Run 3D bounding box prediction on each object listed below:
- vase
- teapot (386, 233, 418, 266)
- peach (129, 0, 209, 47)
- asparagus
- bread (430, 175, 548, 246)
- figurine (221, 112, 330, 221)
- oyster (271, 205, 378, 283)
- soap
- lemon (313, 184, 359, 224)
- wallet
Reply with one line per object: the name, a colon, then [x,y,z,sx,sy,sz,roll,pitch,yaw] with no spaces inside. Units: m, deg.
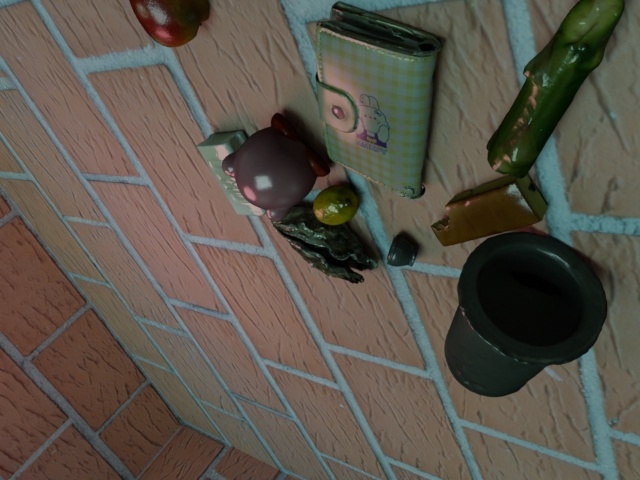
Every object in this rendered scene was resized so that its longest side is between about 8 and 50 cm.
vase: [0.334,0.162,1.116,0.245,0.245,0.291,31,151,16]
teapot: [0.170,0.028,1.290,0.056,0.066,0.088,20,168,2]
peach: [-0.286,-0.445,1.165,0.151,0.151,0.118,28,-170,20]
asparagus: [0.308,-0.196,0.853,0.082,0.085,0.343,56,156,23]
bread: [0.280,-0.049,1.084,0.088,0.049,0.226,51,148,-14]
figurine: [-0.092,-0.141,1.257,0.173,0.173,0.173,27,145,21]
oyster: [0.000,0.000,1.402,0.267,0.112,0.198,36,169,-6]
soap: [-0.188,-0.153,1.439,0.119,0.066,0.198,6,134,46]
lemon: [0.029,-0.072,1.291,0.110,0.082,0.082,-13,120,45]
wallet: [0.091,-0.225,1.061,0.223,0.077,0.310,24,145,20]
